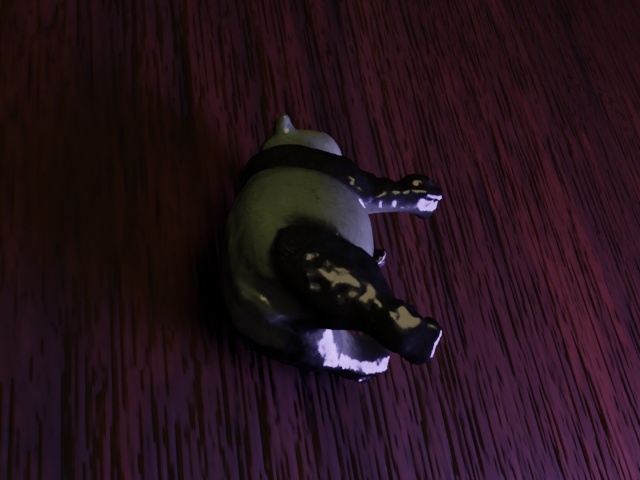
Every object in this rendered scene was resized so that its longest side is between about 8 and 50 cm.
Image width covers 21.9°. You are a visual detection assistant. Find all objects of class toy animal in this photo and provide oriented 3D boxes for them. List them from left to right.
[{"bbox_3d":[0.000,0.000,0.959,0.121,0.094,0.225,27,32,-14],"label":"toy animal"}]
